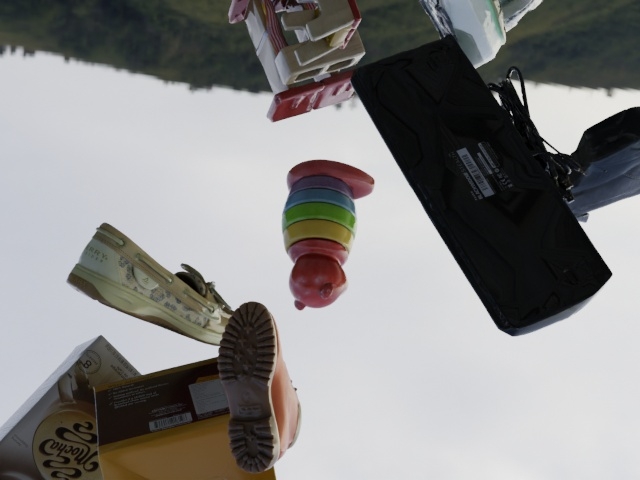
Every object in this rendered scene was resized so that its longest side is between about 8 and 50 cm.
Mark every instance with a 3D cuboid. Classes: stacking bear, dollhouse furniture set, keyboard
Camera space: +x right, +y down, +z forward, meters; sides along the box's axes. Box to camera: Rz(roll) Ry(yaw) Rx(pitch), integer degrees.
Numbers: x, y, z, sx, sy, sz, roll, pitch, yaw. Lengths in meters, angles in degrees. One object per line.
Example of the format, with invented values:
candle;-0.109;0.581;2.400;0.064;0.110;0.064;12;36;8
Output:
stacking bear;0.000;0.000;1.939;0.164;0.175;0.289;30;-129;-38
dollhouse furniture set;-0.013;-0.334;1.438;0.152;0.201;0.374;-19;173;-15
keyboard;0.098;-0.035;0.568;0.100;0.038;0.192;-20;-115;-15

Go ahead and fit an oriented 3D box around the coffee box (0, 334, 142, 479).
coffee box;-0.364;0.300;1.369;0.168;0.119;0.297;47;-124;-12

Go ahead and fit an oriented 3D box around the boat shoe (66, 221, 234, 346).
boat shoe;-0.186;0.063;1.229;0.104;0.089;0.285;20;175;35

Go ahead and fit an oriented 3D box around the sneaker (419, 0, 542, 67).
sneaker;0.162;-0.309;0.877;0.158;0.182;0.410;61;-177;15

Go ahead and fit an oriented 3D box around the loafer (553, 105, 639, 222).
loafer;0.183;-0.033;0.733;0.170;0.061;0.062;-25;-149;30

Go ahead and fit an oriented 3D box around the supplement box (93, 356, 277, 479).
supplement box;-0.168;0.249;1.193;0.191;0.129;0.194;-13;-163;-11

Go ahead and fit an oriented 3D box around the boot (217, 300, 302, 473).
boot;-0.053;0.135;0.940;0.059;0.158;0.084;-2;-179;25
